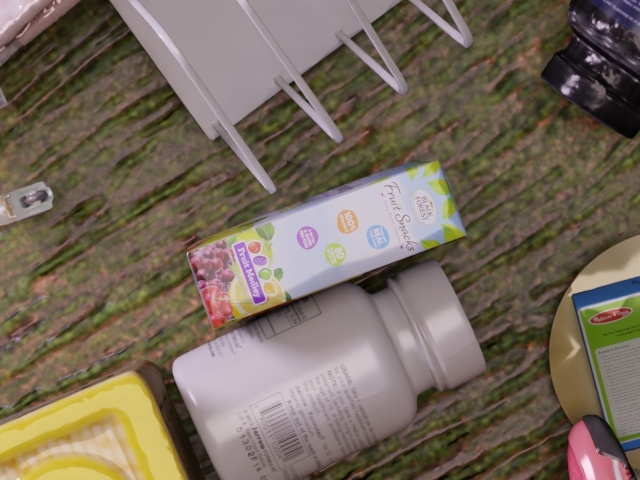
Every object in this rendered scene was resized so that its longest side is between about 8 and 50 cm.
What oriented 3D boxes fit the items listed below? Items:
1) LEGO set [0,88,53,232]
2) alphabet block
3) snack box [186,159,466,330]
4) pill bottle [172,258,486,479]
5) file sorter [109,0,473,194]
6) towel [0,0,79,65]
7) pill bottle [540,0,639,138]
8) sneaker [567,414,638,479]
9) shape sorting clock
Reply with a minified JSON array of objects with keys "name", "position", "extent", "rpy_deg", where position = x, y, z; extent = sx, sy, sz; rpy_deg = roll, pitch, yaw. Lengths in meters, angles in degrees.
[{"name":"LEGO set","position":[-0.320,-0.137,1.615],"extent":[0.132,0.107,0.287],"rpy_deg":[-11,84,-37]},{"name":"alphabet block","position":[-0.184,0.217,1.547],"extent":[0.192,0.197,0.193],"rpy_deg":[-25,90,-3]},{"name":"snack box","position":[0.000,0.000,1.569],"extent":[0.207,0.174,0.070],"rpy_deg":[-19,93,-3]},{"name":"pill bottle","position":[0.009,0.107,1.590],"extent":[0.229,0.131,0.131],"rpy_deg":[-25,90,-2]},{"name":"file sorter","position":[0.000,-0.198,1.535],"extent":[0.278,0.173,0.193],"rpy_deg":[-36,125,-2]},{"name":"towel","position":[-0.283,-0.284,1.546],"extent":[0.317,0.053,0.332],"rpy_deg":[-44,63,-5]},{"name":"pill bottle","position":[0.278,-0.197,1.599],"extent":[0.123,0.123,0.219],"rpy_deg":[34,102,-1]},{"name":"sneaker","position":[0.200,0.299,1.599],"extent":[0.136,0.116,0.313],"rpy_deg":[-3,94,2]},{"name":"shape sorting clock","position":[0.293,0.092,1.646],"extent":[0.206,0.040,0.206],"rpy_deg":[0,100,1]}]
